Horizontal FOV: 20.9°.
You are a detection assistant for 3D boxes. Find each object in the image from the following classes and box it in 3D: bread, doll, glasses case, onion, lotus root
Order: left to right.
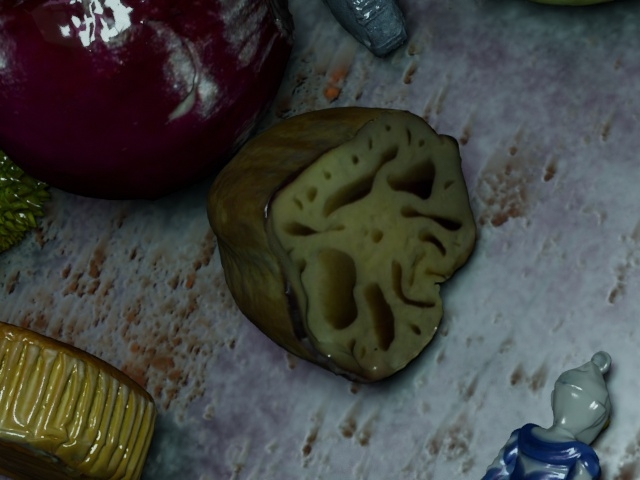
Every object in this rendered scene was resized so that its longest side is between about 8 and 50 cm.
[{"bbox_3d":[-0.227,0.130,1.370,0.199,0.199,0.104,10,71,23],"label":"bread"},{"bbox_3d":[-0.153,-0.159,1.383,0.282,0.336,0.260,-17,76,-5],"label":"onion"},{"bbox_3d":[-0.007,-0.275,1.486,0.067,0.109,0.282,-31,64,4],"label":"glasses case"},{"bbox_3d":[0.001,0.000,1.375,0.188,0.199,0.180,-29,20,-30],"label":"lotus root"},{"bbox_3d":[0.163,0.183,1.283,0.114,0.057,0.227,21,79,55],"label":"doll"}]

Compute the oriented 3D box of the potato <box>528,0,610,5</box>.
[{"bbox_3d":[0.184,-0.279,1.398,0.228,0.148,0.197,-5,56,16],"label":"potato"}]

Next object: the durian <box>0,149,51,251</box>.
[{"bbox_3d":[-0.363,-0.065,1.495,0.237,0.176,0.200,21,87,18],"label":"durian"}]
